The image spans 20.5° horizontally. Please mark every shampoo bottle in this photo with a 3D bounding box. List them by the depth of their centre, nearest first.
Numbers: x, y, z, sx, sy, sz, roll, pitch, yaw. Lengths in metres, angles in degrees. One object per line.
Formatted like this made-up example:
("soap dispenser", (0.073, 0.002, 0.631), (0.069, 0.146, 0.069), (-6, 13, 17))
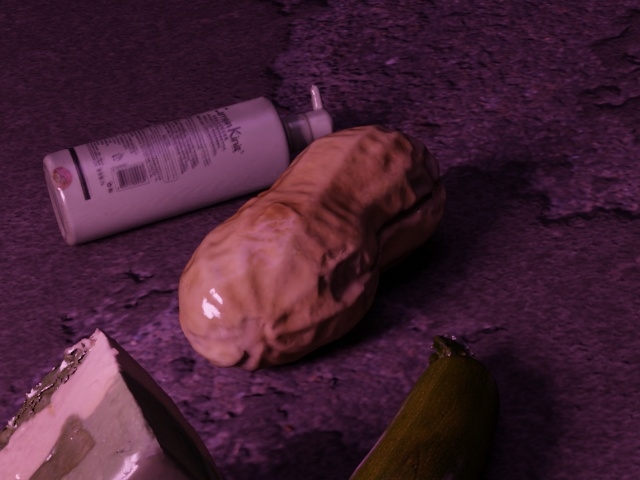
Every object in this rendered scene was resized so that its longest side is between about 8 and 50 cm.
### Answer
("shampoo bottle", (-0.113, -0.070, 1.587), (0.262, 0.085, 0.085), (-17, 30, -12))

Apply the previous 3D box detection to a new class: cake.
("cake", (-0.192, 0.183, 1.084), (0.283, 0.172, 0.158), (-18, 28, -10))

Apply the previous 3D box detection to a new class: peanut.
("peanut", (0.000, 0.000, 1.386), (0.130, 0.130, 0.290), (9, 36, 31))

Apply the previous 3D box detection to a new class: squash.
("squash", (0.060, 0.151, 1.153), (0.080, 0.071, 0.318), (3, 32, 24))
